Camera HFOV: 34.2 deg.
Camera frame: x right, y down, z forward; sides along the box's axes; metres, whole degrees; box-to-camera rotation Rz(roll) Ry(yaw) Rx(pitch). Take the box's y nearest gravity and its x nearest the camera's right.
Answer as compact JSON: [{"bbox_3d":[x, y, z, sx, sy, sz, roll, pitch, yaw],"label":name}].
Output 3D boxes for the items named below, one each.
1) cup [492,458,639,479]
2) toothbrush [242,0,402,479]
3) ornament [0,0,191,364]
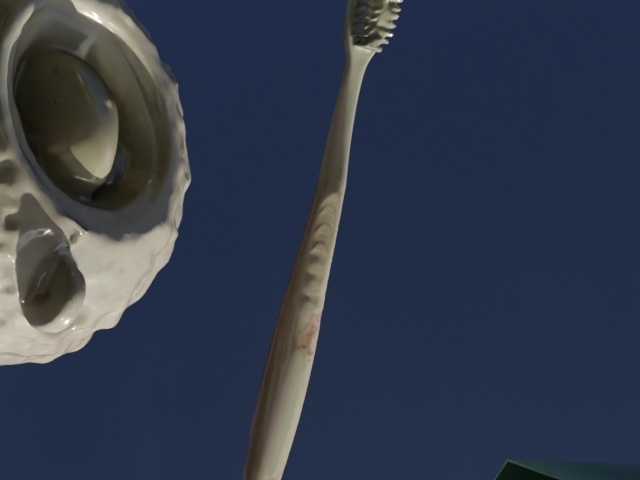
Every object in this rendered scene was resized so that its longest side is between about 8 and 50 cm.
[{"bbox_3d":[0.263,0.257,0.909,0.235,0.148,0.134,4,-84,-36],"label":"cup"},{"bbox_3d":[0.000,0.000,0.542,0.025,0.029,0.307,11,-83,-19],"label":"toothbrush"},{"bbox_3d":[-0.280,-0.062,0.825,0.337,0.337,0.337,0,-97,3],"label":"ornament"}]
